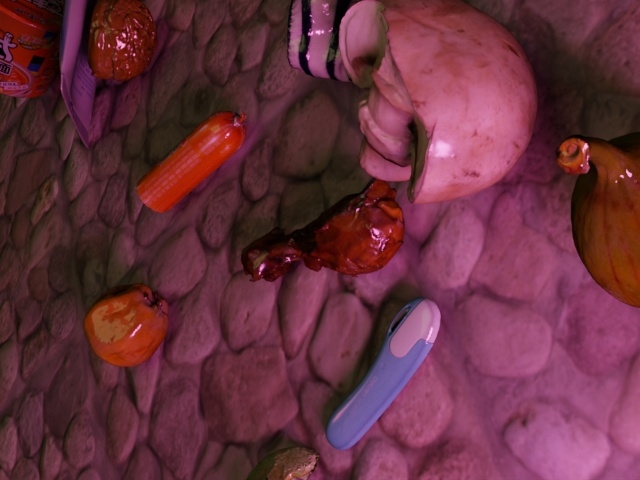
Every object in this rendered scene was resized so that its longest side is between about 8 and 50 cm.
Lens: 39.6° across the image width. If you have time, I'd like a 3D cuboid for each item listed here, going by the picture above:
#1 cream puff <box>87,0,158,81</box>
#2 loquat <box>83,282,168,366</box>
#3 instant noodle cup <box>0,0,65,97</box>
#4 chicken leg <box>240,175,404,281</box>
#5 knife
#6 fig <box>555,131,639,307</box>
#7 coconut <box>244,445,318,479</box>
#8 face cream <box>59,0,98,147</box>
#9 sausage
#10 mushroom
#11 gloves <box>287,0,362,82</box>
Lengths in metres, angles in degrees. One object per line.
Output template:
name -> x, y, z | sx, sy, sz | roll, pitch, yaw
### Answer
cream puff -> -0.354, -0.361, 1.598 | 0.165, 0.115, 0.150 | 112, 171, -56
loquat -> -0.299, 0.128, 1.375 | 0.137, 0.113, 0.137 | -21, 44, 22
instant noodle cup -> -0.623, -0.431, 1.834 | 0.192, 0.250, 0.250 | -53, 44, 30
chicken leg -> 0.000, 0.000, 1.134 | 0.304, 0.093, 0.113 | -14, 48, 52
knife -> 0.072, 0.158, 1.032 | 0.222, 0.031, 0.064 | -57, 48, 20
fig -> 0.248, -0.041, 0.750 | 0.151, 0.259, 0.151 | -28, 49, 37
coconut -> -0.063, 0.331, 1.092 | 0.133, 0.055, 0.158 | -11, 67, 42
face cream -> -0.442, -0.414, 1.688 | 0.235, 0.137, 0.420 | 103, 168, -70
sausage -> -0.192, -0.131, 1.384 | 0.234, 0.071, 0.071 | -36, 52, 32
mushroom -> 0.137, -0.153, 0.977 | 0.195, 0.189, 0.253 | 101, 156, -54
gloves -> 0.067, -0.271, 1.141 | 0.219, 0.131, 0.140 | 7, 69, 20
